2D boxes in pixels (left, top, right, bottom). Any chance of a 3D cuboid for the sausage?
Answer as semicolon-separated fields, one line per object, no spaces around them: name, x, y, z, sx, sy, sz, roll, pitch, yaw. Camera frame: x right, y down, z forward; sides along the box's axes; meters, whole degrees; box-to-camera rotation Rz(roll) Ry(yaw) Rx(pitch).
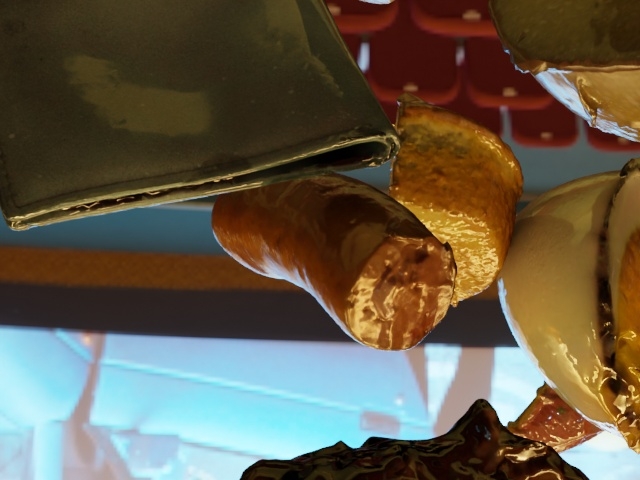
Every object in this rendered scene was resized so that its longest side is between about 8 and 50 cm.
sausage;-0.002;-0.001;0.873;0.108;0.109;0.270;8;-172;-31

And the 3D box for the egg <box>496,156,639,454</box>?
egg;0.283;0.071;1.145;0.174;0.286;0.264;-11;-161;41

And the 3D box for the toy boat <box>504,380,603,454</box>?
toy boat;0.327;0.157;1.328;0.099;0.318;0.141;19;146;49

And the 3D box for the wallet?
wallet;-0.112;-0.134;0.835;0.290;0.251;0.054;-11;146;-20

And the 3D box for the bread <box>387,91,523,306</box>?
bread;0.120;-0.023;1.092;0.139;0.143;0.229;12;150;6

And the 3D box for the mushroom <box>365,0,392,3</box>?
mushroom;0.051;-0.390;1.547;0.128;0.128;0.350;8;-173;-28

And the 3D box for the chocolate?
chocolate;0.074;0.180;0.572;0.177;0.224;0.206;-32;-165;3

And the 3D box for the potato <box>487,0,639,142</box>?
potato;0.411;-0.228;0.974;0.319;0.386;0.442;32;153;-32
